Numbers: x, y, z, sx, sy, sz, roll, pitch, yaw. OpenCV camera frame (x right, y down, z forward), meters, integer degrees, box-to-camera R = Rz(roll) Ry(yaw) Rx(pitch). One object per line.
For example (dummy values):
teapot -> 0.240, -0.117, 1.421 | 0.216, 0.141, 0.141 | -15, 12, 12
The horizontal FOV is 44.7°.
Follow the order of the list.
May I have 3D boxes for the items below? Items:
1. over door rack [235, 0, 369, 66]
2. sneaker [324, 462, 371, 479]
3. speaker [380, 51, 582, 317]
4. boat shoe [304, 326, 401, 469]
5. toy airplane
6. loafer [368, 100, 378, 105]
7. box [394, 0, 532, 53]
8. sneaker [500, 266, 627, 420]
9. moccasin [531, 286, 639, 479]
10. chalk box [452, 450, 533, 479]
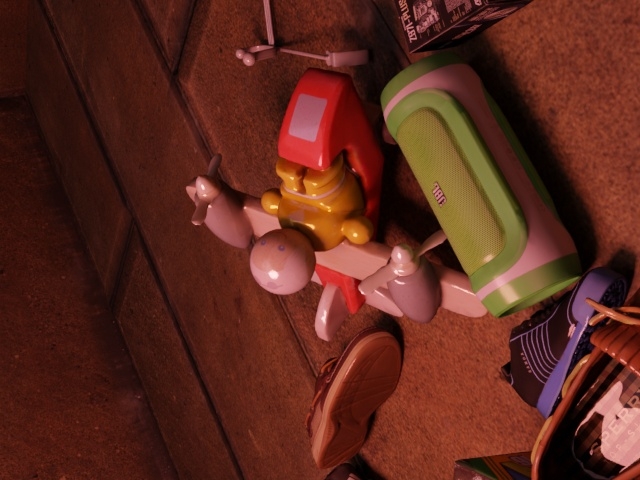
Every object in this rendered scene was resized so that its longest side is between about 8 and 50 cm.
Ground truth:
over door rack -> -0.064, -0.390, 1.179 | 0.324, 0.108, 0.240 | 23, 125, 54
sneaker -> 0.086, 0.480, 1.302 | 0.257, 0.169, 0.447 | 56, 149, 25
speaker -> 0.181, -0.066, 0.900 | 0.297, 0.131, 0.131 | 65, 150, 16
boat shoe -> 0.037, 0.250, 1.326 | 0.123, 0.123, 0.342 | 58, 148, 37
toy airplane -> 0.000, 0.000, 1.087 | 0.384, 0.272, 0.386 | 53, 138, -5
loafer -> 0.058, -0.154, 1.156 | 0.039, 0.045, 0.125 | 56, 145, 16
box -> 0.144, -0.324, 0.877 | 0.147, 0.077, 0.180 | -18, 88, 61
sneaker -> 0.265, 0.107, 0.885 | 0.090, 0.081, 0.232 | 42, 140, 33
moccasin -> 0.306, 0.103, 0.700 | 0.139, 0.147, 0.380 | 50, 127, 28
chalk box -> 0.293, 0.358, 0.833 | 0.289, 0.179, 0.180 | 12, 97, 58
